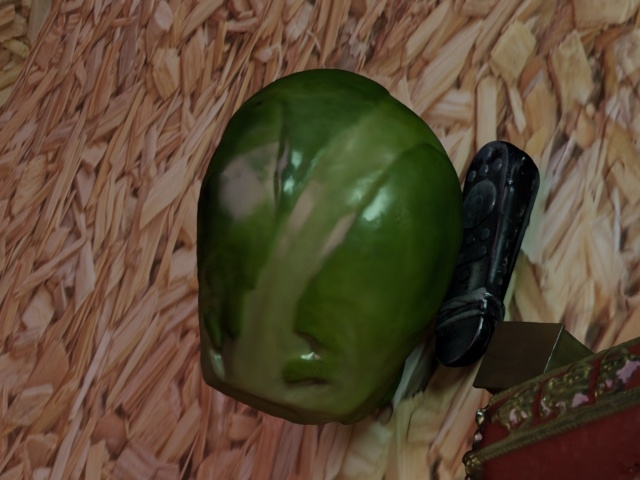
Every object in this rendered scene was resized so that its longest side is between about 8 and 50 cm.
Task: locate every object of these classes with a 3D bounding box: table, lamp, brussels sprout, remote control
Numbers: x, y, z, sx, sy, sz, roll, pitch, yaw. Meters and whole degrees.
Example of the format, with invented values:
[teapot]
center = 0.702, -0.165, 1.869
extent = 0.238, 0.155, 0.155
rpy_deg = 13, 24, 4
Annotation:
[table]
center = 0.207, 0.125, 1.279
extent = 0.083, 0.082, 0.070
rpy_deg = -3, 57, 53
[lamp]
center = 0.243, 0.167, 1.099
extent = 0.274, 0.177, 0.177
rpy_deg = -27, 40, 39
[brussels sprout]
center = 0.000, 0.000, 1.453
extent = 0.315, 0.276, 0.371
rpy_deg = 123, 162, -66
[remote control]
center = 0.179, 0.019, 1.461
extent = 0.090, 0.066, 0.266
rpy_deg = -32, 38, 57
